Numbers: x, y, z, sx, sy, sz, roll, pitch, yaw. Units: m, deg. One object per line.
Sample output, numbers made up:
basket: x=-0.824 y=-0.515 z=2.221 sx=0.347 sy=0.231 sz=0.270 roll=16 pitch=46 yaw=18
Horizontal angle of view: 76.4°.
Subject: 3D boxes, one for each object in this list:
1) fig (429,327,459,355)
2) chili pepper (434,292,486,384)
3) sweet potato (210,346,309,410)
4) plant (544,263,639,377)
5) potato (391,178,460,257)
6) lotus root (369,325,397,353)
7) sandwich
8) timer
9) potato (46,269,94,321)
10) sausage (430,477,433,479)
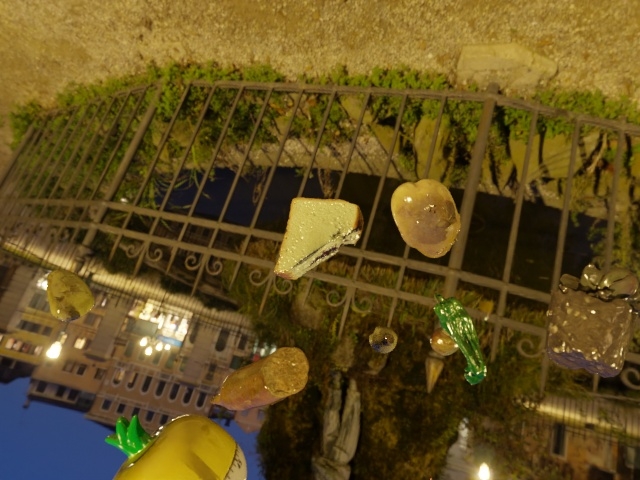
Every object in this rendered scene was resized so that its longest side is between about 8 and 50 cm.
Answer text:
fig: x=0.649 y=0.499 z=1.956 sx=0.245 sy=0.149 sz=0.149 roll=6 pitch=160 yaw=46
chili pepper: x=0.375 y=0.254 z=1.088 sx=0.100 sy=0.257 sz=0.074 roll=-18 pitch=166 yaw=-32
sweet potato: x=-0.202 y=0.461 z=1.310 sx=0.370 sy=0.157 sz=0.158 roll=-30 pitch=137 yaw=30
plant: x=0.688 y=0.190 z=1.031 sx=0.199 sy=0.276 sz=0.188 roll=10 pitch=153 yaw=42
potato: x=0.342 y=-0.064 z=1.294 sx=0.192 sy=0.141 sz=0.296 roll=-24 pitch=120 yaw=15
lotus root: x=0.215 y=0.336 z=1.375 sx=0.077 sy=0.090 sz=0.183 roll=38 pitch=171 yaw=1
sandwich: x=-0.001 y=-0.002 z=1.328 sx=0.254 sy=0.288 sz=0.099 roll=10 pitch=161 yaw=13
timer: x=-0.309 y=0.447 z=0.794 sx=0.285 sy=0.285 sz=0.285 roll=15 pitch=163 yaw=5
potato: x=-0.680 y=0.146 z=1.095 sx=0.188 sy=0.085 sz=0.105 roll=40 pitch=-157 yaw=32
sausage: x=0.342 y=0.923 z=1.348 sx=0.034 sy=0.253 sz=0.034 roll=18 pitch=152 yaw=10
